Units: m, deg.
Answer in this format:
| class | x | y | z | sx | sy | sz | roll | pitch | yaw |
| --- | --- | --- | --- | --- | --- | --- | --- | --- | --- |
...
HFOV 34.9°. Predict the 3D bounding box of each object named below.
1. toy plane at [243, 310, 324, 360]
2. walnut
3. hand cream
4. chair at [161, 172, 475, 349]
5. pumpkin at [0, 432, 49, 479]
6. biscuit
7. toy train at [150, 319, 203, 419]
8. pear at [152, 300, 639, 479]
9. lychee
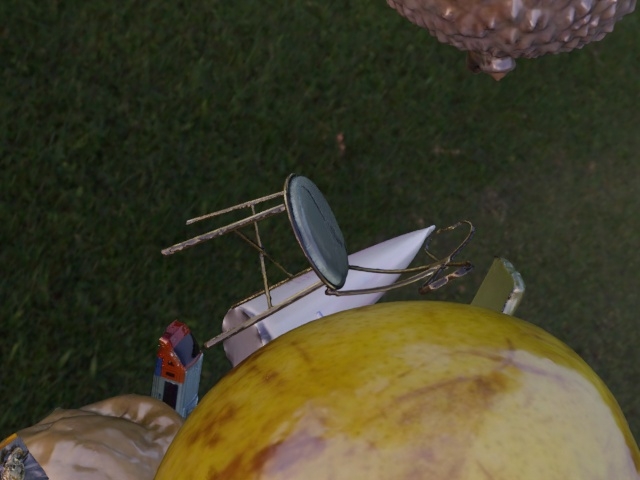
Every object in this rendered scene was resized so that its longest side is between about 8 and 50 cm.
| class | x | y | z | sx | sy | sz | roll | pitch | yaw |
| --- | --- | --- | --- | --- | --- | --- | --- | --- | --- |
| toy plane | -0.040 | 0.132 | 1.097 | 0.062 | 0.167 | 0.054 | -24 | 75 | -43 |
| walnut | -0.326 | 0.411 | 1.515 | 0.383 | 0.383 | 0.384 | 16 | 51 | -20 |
| hand cream | 0.018 | 0.089 | 1.485 | 0.358 | 0.185 | 0.118 | -26 | 69 | -39 |
| chair | 0.000 | 0.000 | 1.180 | 0.170 | 0.325 | 0.160 | 65 | 16 | -13 |
| pumpkin | -0.391 | 0.296 | 1.276 | 0.083 | 0.054 | 0.074 | -42 | 104 | -37 |
| biscuit | 0.204 | 0.177 | 1.448 | 0.038 | 0.323 | 0.099 | 17 | 20 | -17 |
| toy train | -0.293 | 0.355 | 2.019 | 0.089 | 0.410 | 0.086 | 18 | 25 | 12 |
| pear | 0.043 | 0.162 | 0.532 | 0.280 | 0.281 | 0.281 | 16 | 51 | -20 |
| lychee | 0.221 | -0.405 | 1.222 | 0.380 | 0.432 | 0.380 | 1 | 24 | 0 |
